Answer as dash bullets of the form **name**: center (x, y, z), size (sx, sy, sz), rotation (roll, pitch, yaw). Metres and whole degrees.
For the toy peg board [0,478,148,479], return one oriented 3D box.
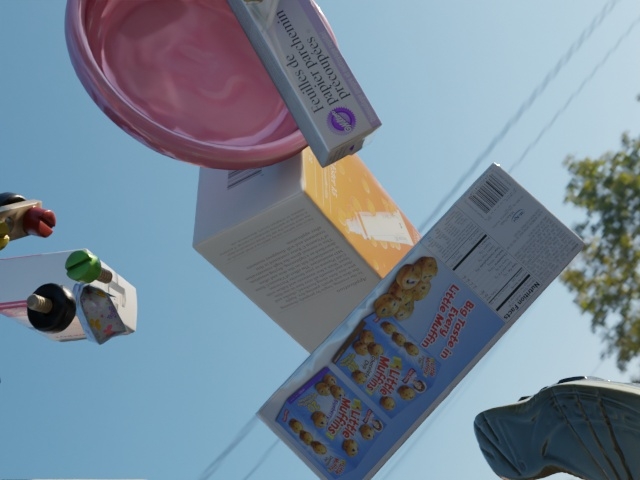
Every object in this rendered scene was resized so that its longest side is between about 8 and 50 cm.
- **toy peg board**: center (-0.231, 0.270, 0.704), size (0.161, 0.079, 0.161), rotation (7, -49, -27)

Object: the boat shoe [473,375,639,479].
- **boat shoe**: center (0.195, 0.131, 0.633), size (0.073, 0.080, 0.223), rotation (-23, -6, -27)

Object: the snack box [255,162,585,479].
- **snack box**: center (0.051, 0.045, 0.446), size (0.178, 0.064, 0.022), rotation (-46, -7, -7)

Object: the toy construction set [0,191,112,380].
- **toy construction set**: center (-0.455, 0.016, 0.977), size (0.257, 0.309, 0.237), rotation (-50, -25, 2)

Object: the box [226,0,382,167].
- **box**: center (-0.047, -0.231, 0.889), size (0.063, 0.324, 0.067), rotation (-28, -7, -10)

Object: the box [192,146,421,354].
- **box**: center (0.000, 0.000, 1.202), size (0.168, 0.215, 0.345), rotation (-25, -48, 21)

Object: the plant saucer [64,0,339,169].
- **plant saucer**: center (-0.138, -0.218, 1.039), size (0.332, 0.332, 0.084), rotation (-29, -12, -36)

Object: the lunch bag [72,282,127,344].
- **lunch bag**: center (-0.299, 0.092, 1.166), size (0.053, 0.083, 0.071), rotation (-29, 9, -24)

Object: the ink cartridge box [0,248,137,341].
- **ink cartridge box**: center (-0.419, 0.097, 1.462), size (0.158, 0.092, 0.218), rotation (-6, -23, 8)
